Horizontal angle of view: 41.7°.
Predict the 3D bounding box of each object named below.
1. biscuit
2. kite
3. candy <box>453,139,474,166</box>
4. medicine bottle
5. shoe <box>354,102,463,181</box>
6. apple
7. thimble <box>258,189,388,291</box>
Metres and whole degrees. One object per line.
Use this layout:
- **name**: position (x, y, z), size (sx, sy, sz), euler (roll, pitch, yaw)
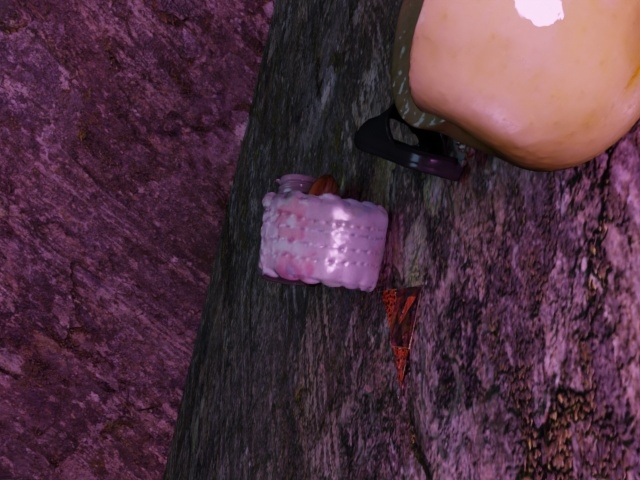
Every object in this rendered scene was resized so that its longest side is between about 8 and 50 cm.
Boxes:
- **biscuit**: position (-0.002, -0.028, 1.592), size (0.260, 0.041, 0.203), euler (-63, -27, -58)
- **kite**: position (0.124, 0.109, 1.234), size (0.222, 0.008, 0.125), euler (-96, 23, -50)
- **candy**: position (0.224, -0.189, 0.993), size (0.292, 0.059, 0.086), euler (117, 157, -48)
- **medicine bottle**: position (-0.054, -0.023, 1.744), size (0.135, 0.135, 0.215), euler (148, 132, -70)
- **shoe**: position (0.136, -0.151, 1.211), size (0.241, 0.108, 0.093), euler (-140, 63, -65)
- **apple**: position (0.198, -0.199, 0.764), size (0.258, 0.233, 0.295), euler (-63, 6, 3)
- **thimble**: position (0.000, 0.000, 1.383), size (0.185, 0.211, 0.149), euler (-179, 98, -84)
